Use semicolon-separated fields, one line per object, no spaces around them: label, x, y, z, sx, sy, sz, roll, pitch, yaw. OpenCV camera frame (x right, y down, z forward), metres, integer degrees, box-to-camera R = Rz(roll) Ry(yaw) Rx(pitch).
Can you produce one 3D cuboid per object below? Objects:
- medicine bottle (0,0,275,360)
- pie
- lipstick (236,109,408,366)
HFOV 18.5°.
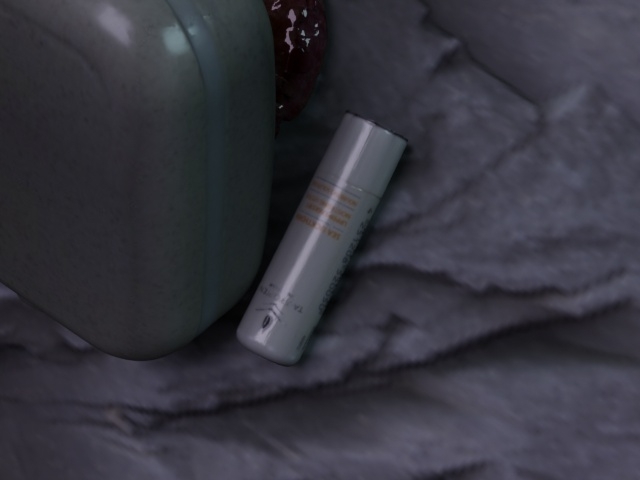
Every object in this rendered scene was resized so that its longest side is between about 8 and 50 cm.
medicine bottle;-0.186;-0.108;1.087;0.375;0.123;0.282;31;137;27
pie;-0.065;-0.114;1.136;0.153;0.038;0.154;-6;76;26
lipstick;0.000;0.000;1.072;0.040;0.040;0.141;27;91;31
